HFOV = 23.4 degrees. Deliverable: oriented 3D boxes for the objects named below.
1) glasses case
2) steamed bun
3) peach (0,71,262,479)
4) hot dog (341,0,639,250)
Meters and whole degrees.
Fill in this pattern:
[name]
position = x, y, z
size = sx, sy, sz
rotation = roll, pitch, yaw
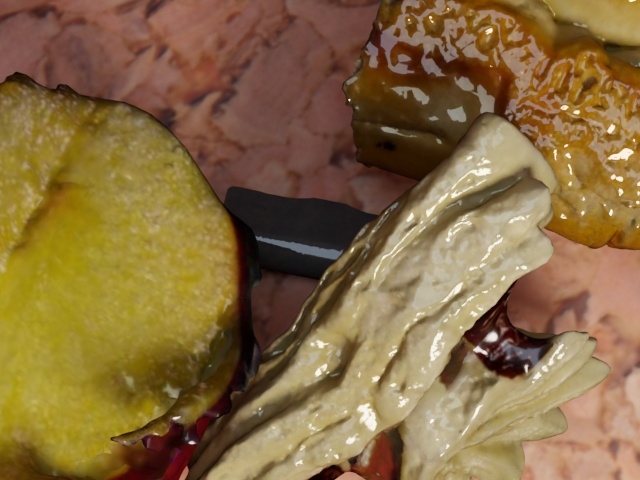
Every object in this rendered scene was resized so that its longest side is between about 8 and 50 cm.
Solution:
[glasses case]
position = 0.002, 0.000, 1.414
size = 0.191, 0.042, 0.072
rotation = 11, 71, 7
[steamed bun]
position = 0.090, 0.123, 1.292
size = 0.428, 0.247, 0.189
rotation = -49, 65, 12
[peach]
position = -0.243, 0.076, 1.249
size = 0.339, 0.353, 0.416
rotation = 36, 88, -14
[hot dog]
position = 0.249, -0.181, 1.358
size = 0.365, 0.196, 0.367
rotation = 21, 86, 11
